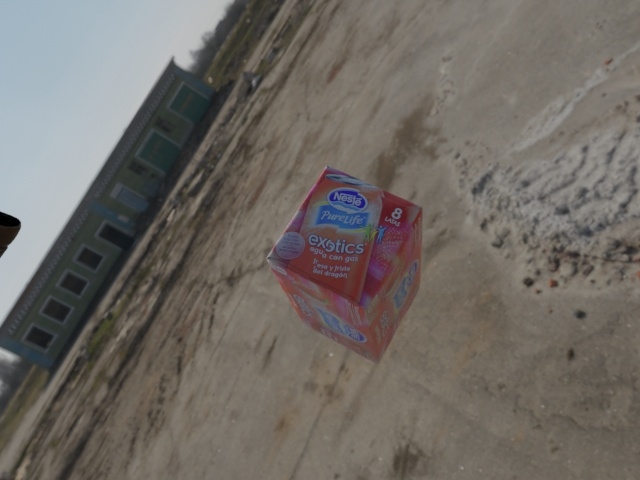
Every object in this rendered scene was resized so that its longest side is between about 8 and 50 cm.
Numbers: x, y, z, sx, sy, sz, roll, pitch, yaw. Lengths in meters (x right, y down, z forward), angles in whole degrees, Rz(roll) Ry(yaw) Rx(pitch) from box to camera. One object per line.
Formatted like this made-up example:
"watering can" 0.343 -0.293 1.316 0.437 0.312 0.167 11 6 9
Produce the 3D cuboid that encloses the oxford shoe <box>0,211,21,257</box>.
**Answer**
"oxford shoe" -0.592 -0.056 0.997 0.096 0.227 0.083 -46 55 6

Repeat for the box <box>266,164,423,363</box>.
"box" 0.049 0.048 0.871 0.154 0.142 0.300 -59 -19 -17
